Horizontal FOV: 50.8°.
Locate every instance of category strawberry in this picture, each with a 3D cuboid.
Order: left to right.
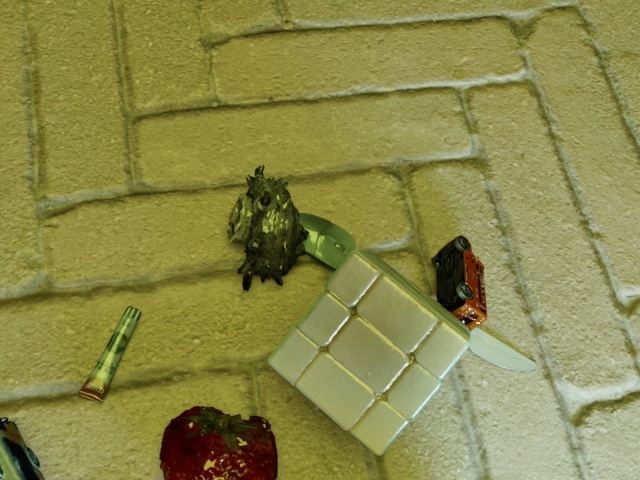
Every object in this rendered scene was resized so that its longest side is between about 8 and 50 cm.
[{"bbox_3d":[-0.226,0.505,1.488,0.274,0.274,0.220,12,104,-2],"label":"strawberry"}]

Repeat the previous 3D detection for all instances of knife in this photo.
[{"bbox_3d":[0.413,0.254,1.756,0.336,0.043,0.081,34,67,6],"label":"knife"}]

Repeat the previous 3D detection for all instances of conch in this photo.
[{"bbox_3d":[-0.158,-0.031,1.724,0.186,0.241,0.312,-10,91,-45],"label":"conch"}]

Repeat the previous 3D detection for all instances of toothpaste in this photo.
[{"bbox_3d":[-0.504,0.273,1.637,0.062,0.039,0.239,24,69,-4],"label":"toothpaste"}]

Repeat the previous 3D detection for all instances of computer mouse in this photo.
[{"bbox_3d":[-0.001,-0.003,1.795,0.229,0.068,0.113,26,69,4],"label":"computer mouse"}]

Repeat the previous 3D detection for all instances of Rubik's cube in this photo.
[{"bbox_3d":[0.122,0.234,1.527,0.319,0.322,0.315,39,94,9],"label":"Rubik's cube"}]

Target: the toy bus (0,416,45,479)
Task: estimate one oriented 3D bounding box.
[{"bbox_3d":[-0.664,0.543,1.420,0.162,0.194,0.323,-32,75,-17],"label":"toy bus"}]

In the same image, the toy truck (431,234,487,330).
[{"bbox_3d":[0.363,0.110,1.746,0.114,0.107,0.252,31,40,-19],"label":"toy truck"}]
